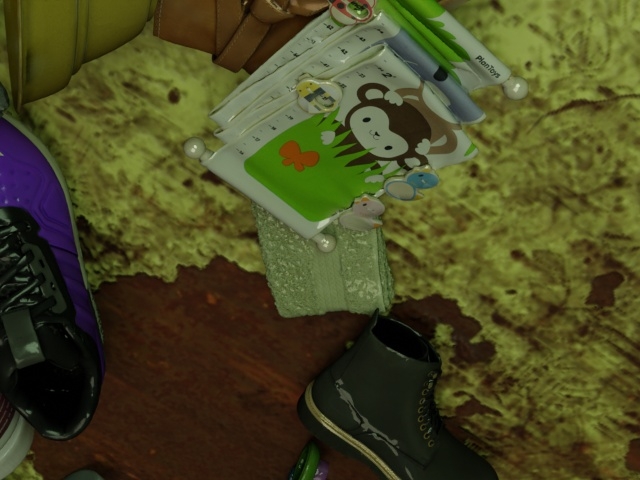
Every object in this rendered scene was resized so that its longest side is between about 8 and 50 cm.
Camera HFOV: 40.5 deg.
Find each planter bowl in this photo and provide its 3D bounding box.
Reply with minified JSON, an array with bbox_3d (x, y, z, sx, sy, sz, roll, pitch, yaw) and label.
[{"bbox_3d":[-0.153,-0.190,0.548,0.090,0.217,0.217,-5,123,-21],"label":"planter bowl"}]

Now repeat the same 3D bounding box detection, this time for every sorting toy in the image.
[{"bbox_3d":[-0.011,0.243,0.832,0.042,0.061,0.102,23,102,-6],"label":"sorting toy"}]

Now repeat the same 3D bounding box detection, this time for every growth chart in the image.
[{"bbox_3d":[0.020,-0.077,0.585,0.172,0.021,0.237,29,137,-24],"label":"growth chart"}]

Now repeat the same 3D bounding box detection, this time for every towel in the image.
[{"bbox_3d":[0.000,0.000,0.709,0.110,0.027,0.148,-4,119,12],"label":"towel"}]

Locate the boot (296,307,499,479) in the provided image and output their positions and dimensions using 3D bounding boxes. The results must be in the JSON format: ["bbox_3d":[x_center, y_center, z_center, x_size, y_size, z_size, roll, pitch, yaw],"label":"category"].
[{"bbox_3d":[0.093,0.152,0.746,0.198,0.077,0.137,27,127,-8],"label":"boot"}]

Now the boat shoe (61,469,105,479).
[{"bbox_3d":[-0.263,0.303,0.905,0.183,0.065,0.083,-32,111,31],"label":"boat shoe"}]

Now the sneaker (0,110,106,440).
[{"bbox_3d":[-0.234,0.037,0.683,0.102,0.146,0.293,-18,121,-6],"label":"sneaker"}]

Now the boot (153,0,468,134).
[{"bbox_3d":[0.017,-0.213,0.549,0.220,0.109,0.283,20,130,-2],"label":"boot"}]

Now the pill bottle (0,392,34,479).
[{"bbox_3d":[-0.330,0.128,0.739,0.121,0.121,0.221,2,146,7],"label":"pill bottle"}]

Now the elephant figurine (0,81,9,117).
[{"bbox_3d":[-0.330,-0.149,0.593,0.240,0.186,0.169,18,144,-22],"label":"elephant figurine"}]
